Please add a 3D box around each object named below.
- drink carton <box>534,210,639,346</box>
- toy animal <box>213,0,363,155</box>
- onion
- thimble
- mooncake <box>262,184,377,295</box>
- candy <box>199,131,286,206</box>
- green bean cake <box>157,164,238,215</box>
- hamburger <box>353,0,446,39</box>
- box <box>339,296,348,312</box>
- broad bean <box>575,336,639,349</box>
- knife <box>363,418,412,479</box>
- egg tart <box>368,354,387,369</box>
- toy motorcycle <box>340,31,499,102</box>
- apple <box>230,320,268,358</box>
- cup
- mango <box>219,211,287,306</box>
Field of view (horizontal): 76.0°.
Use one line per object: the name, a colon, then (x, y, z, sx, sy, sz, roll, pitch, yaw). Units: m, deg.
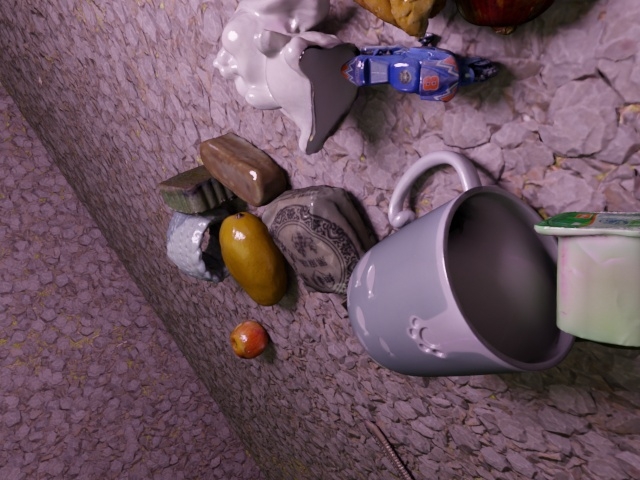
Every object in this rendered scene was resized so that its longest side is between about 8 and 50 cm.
drink carton: (0.356, 0.042, 0.500, 0.144, 0.146, 0.142, 4, 101, 46)
toy animal: (-0.050, -0.310, 0.690, 0.289, 0.174, 0.249, 48, 156, 6)
onion: (0.209, -0.292, 0.465, 0.117, 0.118, 0.118, 4, 121, 42)
thimble: (-0.346, 0.012, 1.252, 0.172, 0.205, 0.250, 15, 113, 34)
mooncake: (-0.003, 0.003, 0.917, 0.254, 0.136, 0.250, -9, 115, 52)
candy: (-0.191, -0.178, 1.010, 0.234, 0.104, 0.102, 34, 135, 25)
green bean cake: (-0.328, -0.141, 1.134, 0.181, 0.173, 0.094, 11, 125, 40)
hamburger: (0.084, -0.349, 0.479, 0.206, 0.130, 0.183, -102, 0, -47)
box: (0.097, 0.163, 1.017, 0.083, 0.035, 0.079, 49, 144, 6)
broad bean: (0.404, 0.139, 0.648, 0.297, 0.043, 0.060, -10, 122, 52)
knife: (0.241, 0.727, 1.310, 0.365, 0.043, 0.089, 57, 143, -2)
egg tart: (0.174, 0.230, 0.929, 0.197, 0.078, 0.197, 15, 130, 18)
toy motorcycle: (0.137, -0.241, 0.578, 0.205, 0.114, 0.076, 24, 136, 34)
apple: (-0.267, 0.371, 1.519, 0.146, 0.146, 0.146, 29, 137, 31)
cup: (0.188, 0.039, 0.669, 0.274, 0.259, 0.357, -36, 59, 54)
mango: (-0.182, 0.066, 1.176, 0.195, 0.142, 0.332, 15, 137, 47)
